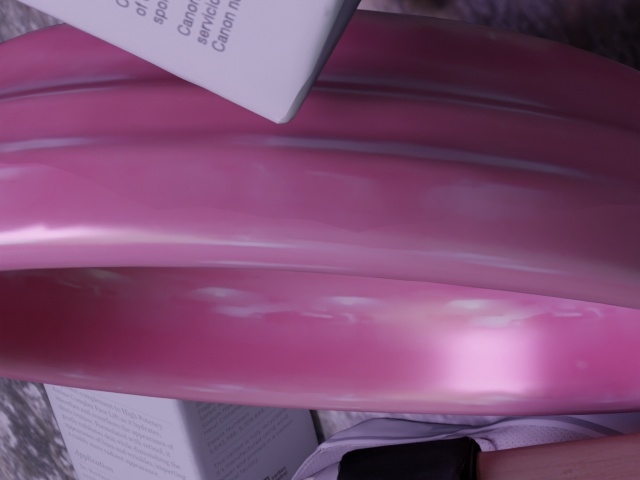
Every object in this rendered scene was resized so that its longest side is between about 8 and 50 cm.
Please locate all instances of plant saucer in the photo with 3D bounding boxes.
[{"bbox_3d":[0.000,0.000,0.582,0.332,0.332,0.084,-11,72,52],"label":"plant saucer"}]

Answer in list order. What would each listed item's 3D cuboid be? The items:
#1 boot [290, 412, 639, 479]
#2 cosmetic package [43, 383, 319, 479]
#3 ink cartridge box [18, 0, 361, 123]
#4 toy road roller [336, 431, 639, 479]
[{"bbox_3d":[0.055,0.136,0.741,0.258,0.123,0.095,-15,109,53],"label":"boot"},{"bbox_3d":[-0.086,0.025,0.843,0.117,0.085,0.231,17,130,40],"label":"cosmetic package"},{"bbox_3d":[-0.086,-0.180,0.395,0.273,0.114,0.197,25,134,1],"label":"ink cartridge box"},{"bbox_3d":[0.117,0.225,0.597,0.202,0.241,0.329,-7,126,10],"label":"toy road roller"}]
